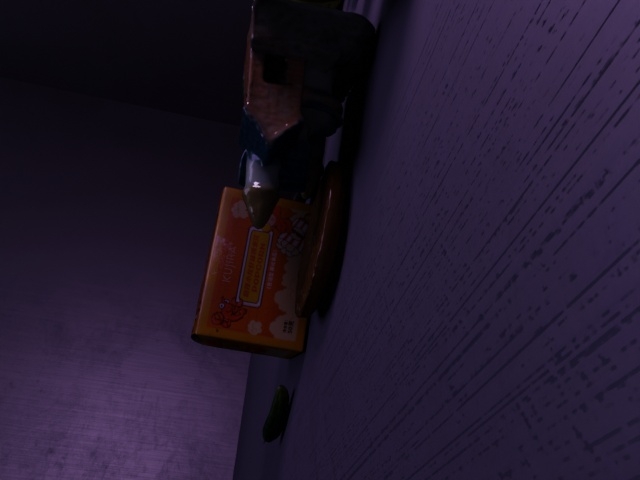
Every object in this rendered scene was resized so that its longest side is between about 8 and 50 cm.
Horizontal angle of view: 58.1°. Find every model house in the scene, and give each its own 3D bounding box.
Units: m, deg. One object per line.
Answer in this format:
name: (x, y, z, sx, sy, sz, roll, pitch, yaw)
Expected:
model house: (-0.043, -0.168, 0.933, 0.267, 0.193, 0.325, 130, 148, -72)

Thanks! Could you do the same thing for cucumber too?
cucumber: (-0.084, 0.344, 1.115, 0.039, 0.039, 0.168, -93, 17, -60)

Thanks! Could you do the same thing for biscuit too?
biscuit: (0.001, 0.000, 0.937, 0.262, 0.037, 0.262, -168, 90, -83)

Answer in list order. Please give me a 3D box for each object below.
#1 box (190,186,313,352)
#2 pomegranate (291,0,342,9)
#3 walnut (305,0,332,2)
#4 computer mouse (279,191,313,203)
box: (-0.130, 0.078, 1.163, 0.259, 0.213, 0.284, 119, 159, -73)
pomegranate: (-0.016, -0.670, 1.525, 0.247, 0.214, 0.215, 14, -95, -60)
walnut: (-0.013, -0.434, 0.759, 0.228, 0.282, 0.283, 84, -173, -45)
computer mouse: (-0.051, -0.190, 1.344, 0.170, 0.100, 0.270, 128, 147, -83)
